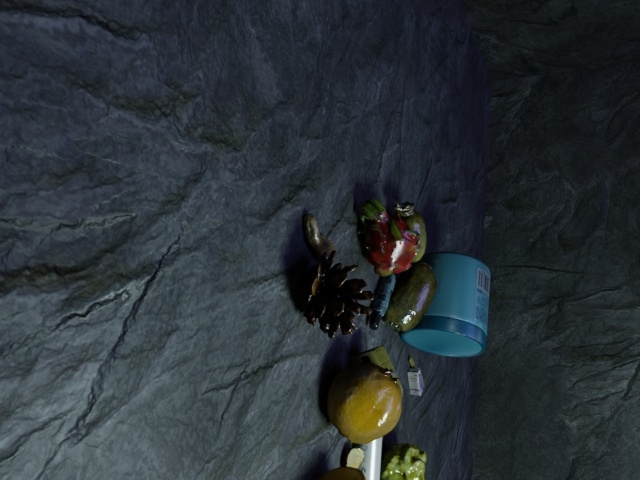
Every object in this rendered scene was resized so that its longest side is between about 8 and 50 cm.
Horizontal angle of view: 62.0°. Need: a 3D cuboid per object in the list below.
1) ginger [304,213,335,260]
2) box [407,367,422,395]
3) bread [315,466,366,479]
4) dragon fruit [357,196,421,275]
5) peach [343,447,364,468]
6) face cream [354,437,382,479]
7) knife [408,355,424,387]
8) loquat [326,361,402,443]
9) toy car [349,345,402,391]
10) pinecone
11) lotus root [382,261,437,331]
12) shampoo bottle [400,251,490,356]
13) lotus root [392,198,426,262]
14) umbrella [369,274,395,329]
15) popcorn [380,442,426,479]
[{"bbox_3d":[-0.001,0.002,1.483,0.173,0.051,0.069,63,35,-45],"label":"ginger"},{"bbox_3d":[0.405,0.602,2.271,0.036,0.051,0.117,-42,129,-57],"label":"box"},{"bbox_3d":[0.047,0.741,1.440,0.270,0.196,0.142,-36,112,-60],"label":"bread"},{"bbox_3d":[0.206,-0.006,1.776,0.269,0.200,0.198,44,46,-1],"label":"dragon fruit"},{"bbox_3d":[0.100,0.701,1.688,0.078,0.050,0.083,19,62,-35],"label":"peach"},{"bbox_3d":[0.154,0.734,1.750,0.092,0.092,0.310,17,75,-61],"label":"face cream"},{"bbox_3d":[0.432,0.586,2.358,0.297,0.017,0.047,62,33,-42],"label":"knife"},{"bbox_3d":[0.127,0.474,1.567,0.193,0.239,0.238,104,-9,-82],"label":"loquat"},{"bbox_3d":[0.193,0.473,1.709,0.101,0.124,0.256,-5,68,-54],"label":"toy car"},{"bbox_3d":[0.041,0.149,1.416,0.202,0.201,0.229,-47,168,-19],"label":"pinecone"},{"bbox_3d":[0.341,0.209,1.993,0.274,0.152,0.160,-61,162,-20],"label":"lotus root"},{"bbox_3d":[0.519,0.261,2.180,0.331,0.332,0.342,50,47,-51],"label":"shampoo bottle"},{"bbox_3d":[0.325,-0.044,1.997,0.154,0.154,0.277,-47,132,-52],"label":"lotus root"},{"bbox_3d":[0.220,0.215,1.906,0.053,0.052,0.250,48,45,-28],"label":"umbrella"},{"bbox_3d":[0.304,0.892,1.960,0.225,0.174,0.285,47,50,-62],"label":"popcorn"}]
